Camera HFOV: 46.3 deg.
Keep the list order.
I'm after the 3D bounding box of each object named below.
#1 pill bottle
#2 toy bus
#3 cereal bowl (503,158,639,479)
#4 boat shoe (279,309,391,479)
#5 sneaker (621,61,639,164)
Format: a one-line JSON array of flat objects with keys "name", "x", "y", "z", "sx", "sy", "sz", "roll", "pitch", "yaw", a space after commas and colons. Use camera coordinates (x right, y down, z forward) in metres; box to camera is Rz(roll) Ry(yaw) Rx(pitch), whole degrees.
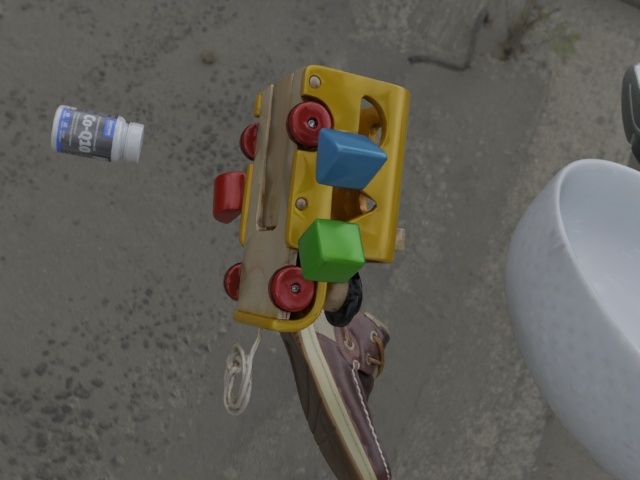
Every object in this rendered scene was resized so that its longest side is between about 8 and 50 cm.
[{"name": "pill bottle", "x": -0.363, "y": -0.171, "z": 1.226, "sx": 0.137, "sy": 0.078, "sz": 0.078, "roll": 10, "pitch": 57, "yaw": -11}, {"name": "toy bus", "x": 0.004, "y": -0.012, "z": 0.499, "sx": 0.104, "sy": 0.202, "sz": 0.191, "roll": 8, "pitch": 42, "yaw": -25}, {"name": "cereal bowl", "x": 0.287, "y": 0.097, "z": 0.637, "sx": 0.338, "sy": 0.141, "sz": 0.339, "roll": 23, "pitch": 40, "yaw": -21}, {"name": "boat shoe", "x": 0.027, "y": 0.124, "z": 0.876, "sx": 0.123, "sy": 0.123, "sz": 0.342, "roll": -14, "pitch": 58, "yaw": -14}, {"name": "sneaker", "x": 0.262, "y": -0.060, "z": 0.523, "sx": 0.061, "sy": 0.053, "sz": 0.152, "roll": -25, "pitch": 82, "yaw": 4}]
